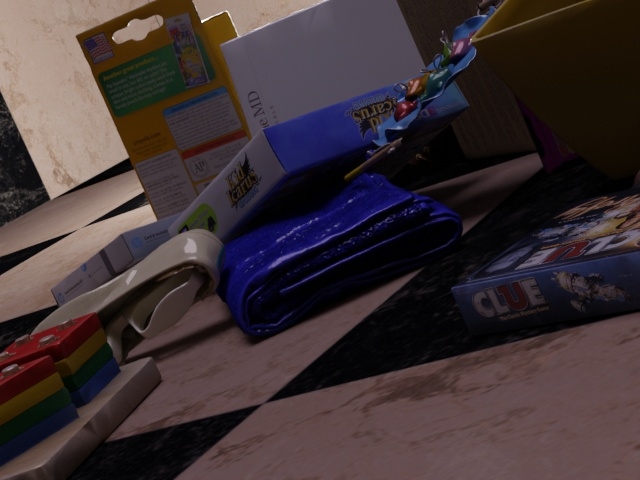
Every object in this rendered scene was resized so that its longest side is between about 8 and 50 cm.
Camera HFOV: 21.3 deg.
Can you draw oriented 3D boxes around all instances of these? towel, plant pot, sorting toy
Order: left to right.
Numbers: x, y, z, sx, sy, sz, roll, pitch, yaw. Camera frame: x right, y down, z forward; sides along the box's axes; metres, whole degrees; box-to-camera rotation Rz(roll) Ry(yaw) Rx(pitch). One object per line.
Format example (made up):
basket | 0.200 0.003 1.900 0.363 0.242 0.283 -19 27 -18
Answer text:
sorting toy | -0.305 0.163 1.474 0.257 0.089 0.255 -20 10 19
towel | 0.000 0.000 1.680 0.227 0.076 0.308 -24 9 -6
plant pot | 0.301 -0.178 1.527 0.212 0.187 0.212 -15 24 44

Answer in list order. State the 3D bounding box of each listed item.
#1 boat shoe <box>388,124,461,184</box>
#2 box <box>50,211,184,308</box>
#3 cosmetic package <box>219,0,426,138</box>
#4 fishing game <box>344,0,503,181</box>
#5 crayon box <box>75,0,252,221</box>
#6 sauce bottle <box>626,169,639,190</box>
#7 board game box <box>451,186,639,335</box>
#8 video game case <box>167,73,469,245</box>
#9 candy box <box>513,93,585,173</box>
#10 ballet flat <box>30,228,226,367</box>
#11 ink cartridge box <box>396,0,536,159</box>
boat shoe | 0.110 -0.105 2.057 0.207 0.073 0.073 -24 46 17
box | -0.215 0.021 2.007 0.145 0.038 0.186 -21 -9 -40
cosmetic package | 0.092 -0.217 2.170 0.385 0.217 0.156 -23 -7 13
fishing game | 0.110 -0.171 1.707 0.264 0.041 0.189 -52 9 -18
crayon box | -0.182 -0.179 2.371 0.203 0.323 0.083 -18 11 29
sauce bottle | 0.281 -0.049 1.375 0.042 0.042 0.128 -15 15 44
board game box | 0.233 0.001 1.199 0.243 0.042 0.165 -14 14 47
video game case | -0.004 -0.079 1.865 0.269 0.061 0.244 -22 -12 -37
candy box | 0.308 -0.183 1.693 0.233 0.159 0.071 -20 12 18
ballet flat | -0.195 0.079 1.676 0.248 0.086 0.086 -37 6 13
ink cartridge box | 0.198 -0.218 1.920 0.088 0.235 0.193 -29 11 -25
